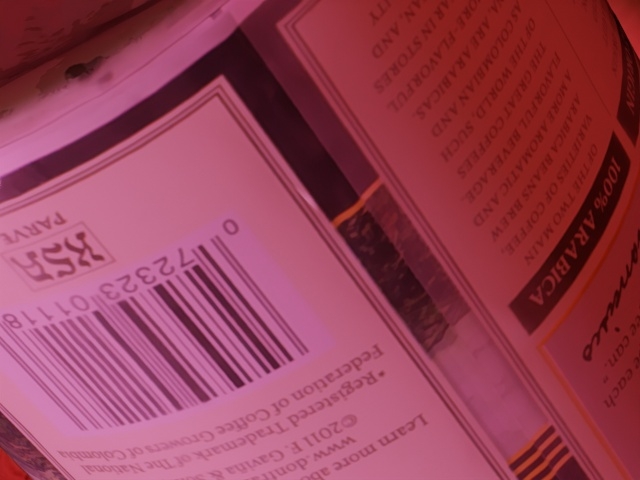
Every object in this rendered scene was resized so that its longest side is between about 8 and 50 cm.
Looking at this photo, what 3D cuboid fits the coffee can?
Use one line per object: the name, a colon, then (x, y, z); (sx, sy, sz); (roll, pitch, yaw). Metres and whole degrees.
coffee can: (0.000, 0.000, 0.505); (0.201, 0.201, 0.275); (21, 154, 48)
